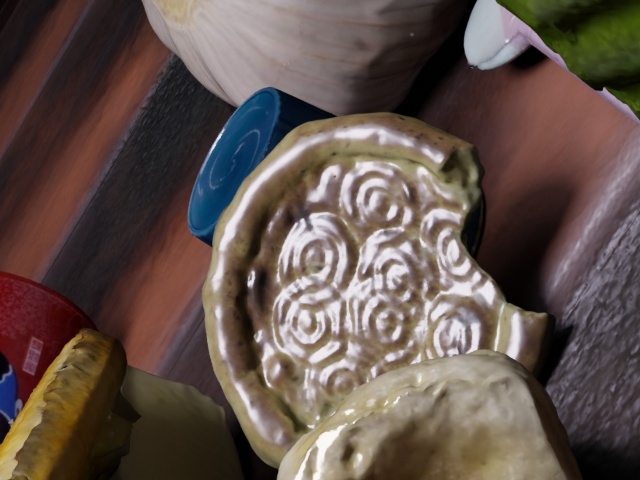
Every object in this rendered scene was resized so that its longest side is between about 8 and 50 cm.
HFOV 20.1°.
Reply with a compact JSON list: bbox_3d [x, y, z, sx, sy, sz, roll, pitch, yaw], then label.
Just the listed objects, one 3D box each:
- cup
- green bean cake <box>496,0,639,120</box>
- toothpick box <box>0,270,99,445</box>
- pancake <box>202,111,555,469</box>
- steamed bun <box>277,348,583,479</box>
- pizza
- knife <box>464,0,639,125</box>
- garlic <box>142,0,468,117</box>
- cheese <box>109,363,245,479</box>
[{"bbox_3d":[0.000,0.000,1.160,0.131,0.155,0.176,-28,38,55],"label":"cup"},{"bbox_3d":[0.208,-0.160,0.764,0.156,0.250,0.247,-15,51,60],"label":"green bean cake"},{"bbox_3d":[-0.318,0.213,1.549,0.204,0.204,0.333,-38,33,45],"label":"toothpick box"},{"bbox_3d":[0.027,0.040,1.048,0.212,0.029,0.235,-35,72,18],"label":"pancake"},{"bbox_3d":[0.064,0.138,0.891,0.141,0.172,0.155,-18,3,7],"label":"steamed bun"},{"bbox_3d":[-0.179,0.171,1.088,0.223,0.089,0.323,-58,6,12],"label":"pizza"},{"bbox_3d":[0.181,-0.113,1.054,0.132,0.038,0.398,-59,23,11],"label":"knife"},{"bbox_3d":[-0.013,-0.242,1.338,0.317,0.259,0.317,1,91,52],"label":"garlic"},{"bbox_3d":[-0.166,0.258,1.265,0.265,0.124,0.242,-52,23,24],"label":"cheese"}]
